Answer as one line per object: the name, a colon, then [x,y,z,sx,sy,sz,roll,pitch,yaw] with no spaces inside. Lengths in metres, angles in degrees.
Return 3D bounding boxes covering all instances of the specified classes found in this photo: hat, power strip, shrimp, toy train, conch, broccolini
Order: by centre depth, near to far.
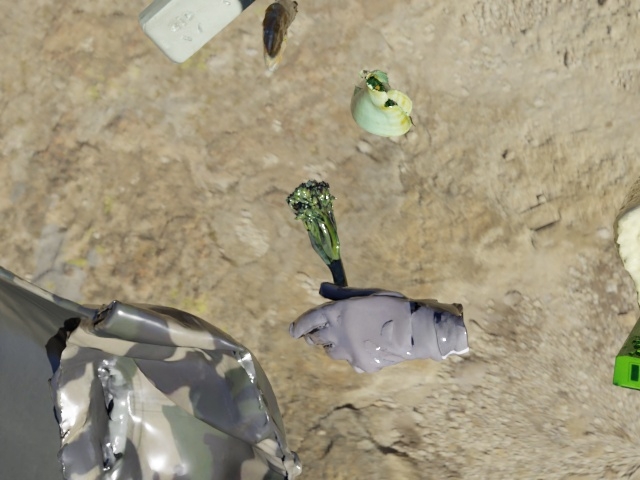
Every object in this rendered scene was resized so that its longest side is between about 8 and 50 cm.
hat: [-0.219,0.149,0.883,0.381,0.257,0.366,42,127,42]
toy train: [0.374,0.103,0.962,0.044,0.209,0.042,9,112,29]
conch: [0.092,-0.195,1.234,0.105,0.170,0.079,28,89,5]
power strip: [-0.143,-0.393,1.309,0.288,0.093,0.053,-39,41,7]
shrimp: [-0.063,-0.330,1.329,0.042,0.101,0.190,7,38,6]
broccolini: [0.017,-0.006,1.361,0.068,0.091,0.203,-34,75,27]

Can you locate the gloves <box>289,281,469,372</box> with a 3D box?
gloves: [0.081,0.123,1.261,0.285,0.119,0.142,-9,72,30]

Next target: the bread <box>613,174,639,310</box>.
bread: [0.314,-0.011,0.500,0.240,0.178,0.135,-17,98,31]
